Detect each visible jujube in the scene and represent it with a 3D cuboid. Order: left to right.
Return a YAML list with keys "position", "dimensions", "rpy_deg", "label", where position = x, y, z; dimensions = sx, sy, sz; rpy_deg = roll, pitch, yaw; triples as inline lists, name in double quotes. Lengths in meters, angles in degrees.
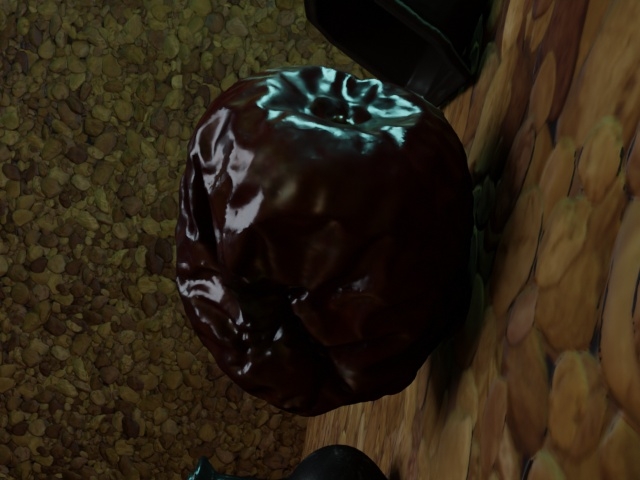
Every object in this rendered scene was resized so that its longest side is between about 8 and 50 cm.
- position: [0.000, 0.000, 0.465]
  dimensions: [0.213, 0.212, 0.232]
  rpy_deg: [-80, 0, -56]
  label: "jujube"

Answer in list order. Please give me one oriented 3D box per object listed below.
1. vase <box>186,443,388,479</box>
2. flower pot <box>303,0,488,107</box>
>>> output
- position: [-0.030, 0.235, 0.571]
  dimensions: [0.120, 0.182, 0.120]
  rpy_deg: [10, -90, -89]
  label: "vase"
- position: [0.076, -0.221, 0.623]
  dimensions: [0.084, 0.178, 0.251]
  rpy_deg: [-54, 1, 3]
  label: "flower pot"
